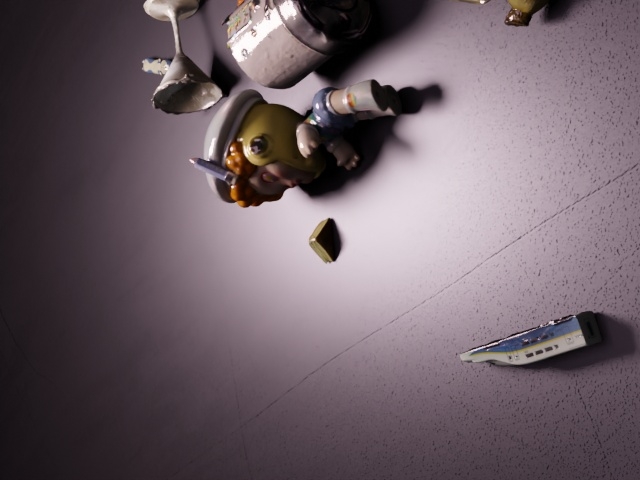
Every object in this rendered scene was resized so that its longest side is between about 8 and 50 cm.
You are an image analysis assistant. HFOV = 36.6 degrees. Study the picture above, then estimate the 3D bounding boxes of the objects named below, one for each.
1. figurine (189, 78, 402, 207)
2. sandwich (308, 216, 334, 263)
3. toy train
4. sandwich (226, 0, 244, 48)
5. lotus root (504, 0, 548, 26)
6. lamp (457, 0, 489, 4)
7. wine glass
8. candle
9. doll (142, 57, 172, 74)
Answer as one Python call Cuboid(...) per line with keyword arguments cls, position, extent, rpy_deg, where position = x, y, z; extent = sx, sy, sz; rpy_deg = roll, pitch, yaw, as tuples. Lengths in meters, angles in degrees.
Cuboid(cls="figurine", position=(-0.033, -0.197, 1.734), extent=(0.381, 0.224, 0.205), rpy_deg=(-18, 78, 17))
Cuboid(cls="sandwich", position=(0.000, 0.000, 1.777), extent=(0.031, 0.044, 0.083), rpy_deg=(-17, 76, 50))
Cuboid(cls="toy train", position=(0.305, 0.160, 1.446), extent=(0.234, 0.052, 0.051), rpy_deg=(-28, 75, 43))
Cuboid(cls="sandwich", position=(-0.153, -0.443, 1.944), extent=(0.067, 0.029, 0.135), rpy_deg=(44, 122, 44))
Cuboid(cls="lotus root", position=(0.310, -0.399, 1.406), extent=(0.077, 0.090, 0.183), rpy_deg=(15, 118, 20))
Cuboid(cls="lamp", position=(0.217, -0.517, 1.492), extent=(0.203, 0.124, 0.283), rpy_deg=(16, 125, 55))
Cuboid(cls="wine glass", position=(-0.294, -0.397, 2.020), extent=(0.156, 0.156, 0.232), rpy_deg=(-27, 66, 44))
Cuboid(cls="candle", position=(-0.069, -0.373, 1.748), extent=(0.330, 0.187, 0.188), rpy_deg=(-28, 70, 46))
Cuboid(cls="doll", position=(-0.367, -0.391, 2.173), extent=(0.125, 0.027, 0.037), rpy_deg=(13, 107, 46))
